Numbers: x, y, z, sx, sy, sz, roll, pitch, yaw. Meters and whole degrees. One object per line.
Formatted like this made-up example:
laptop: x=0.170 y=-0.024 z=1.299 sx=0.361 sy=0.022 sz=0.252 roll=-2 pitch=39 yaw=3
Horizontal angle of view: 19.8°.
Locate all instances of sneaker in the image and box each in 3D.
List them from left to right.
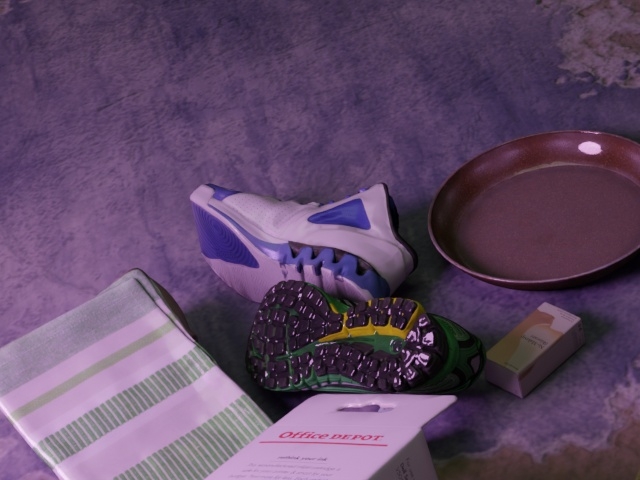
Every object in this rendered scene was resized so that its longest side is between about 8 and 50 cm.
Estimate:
sneaker: x=0.001 y=0.000 z=2.332 sx=0.315 sy=0.127 sz=0.182 roll=25 pitch=48 yaw=33
sneaker: x=0.043 y=0.134 z=2.144 sx=0.343 sy=0.146 sz=0.134 roll=8 pitch=79 yaw=46

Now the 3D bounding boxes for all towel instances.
towel: x=-0.197 y=0.200 z=2.053 sx=0.248 sy=0.038 sz=0.325 roll=-32 pitch=69 yaw=-32

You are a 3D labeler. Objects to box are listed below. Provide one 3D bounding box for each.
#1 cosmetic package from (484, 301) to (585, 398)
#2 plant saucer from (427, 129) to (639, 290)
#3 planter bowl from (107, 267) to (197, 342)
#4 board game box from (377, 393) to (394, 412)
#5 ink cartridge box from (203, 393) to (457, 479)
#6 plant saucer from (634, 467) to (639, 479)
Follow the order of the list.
cosmetic package: x=0.248 y=0.127 z=2.127 sx=0.060 sy=0.041 sz=0.115 roll=24 pitch=52 yaw=41
plant saucer: x=0.292 y=-0.031 z=2.313 sx=0.311 sy=0.050 sz=0.310 roll=-10 pitch=36 yaw=7
planter bowl: x=-0.218 y=0.129 z=2.219 sx=0.109 sy=0.162 sz=0.162 roll=30 pitch=51 yaw=12
board game box: x=0.071 y=0.232 z=2.013 sx=0.020 sy=0.090 sz=0.090 roll=10 pitch=43 yaw=25
ink cartridge box: x=-0.018 y=0.277 z=1.765 sx=0.207 sy=0.119 sz=0.353 roll=-4 pitch=22 yaw=40
plant saucer: x=0.439 y=0.236 z=1.911 sx=0.188 sy=0.045 sz=0.188 roll=6 pitch=41 yaw=27
